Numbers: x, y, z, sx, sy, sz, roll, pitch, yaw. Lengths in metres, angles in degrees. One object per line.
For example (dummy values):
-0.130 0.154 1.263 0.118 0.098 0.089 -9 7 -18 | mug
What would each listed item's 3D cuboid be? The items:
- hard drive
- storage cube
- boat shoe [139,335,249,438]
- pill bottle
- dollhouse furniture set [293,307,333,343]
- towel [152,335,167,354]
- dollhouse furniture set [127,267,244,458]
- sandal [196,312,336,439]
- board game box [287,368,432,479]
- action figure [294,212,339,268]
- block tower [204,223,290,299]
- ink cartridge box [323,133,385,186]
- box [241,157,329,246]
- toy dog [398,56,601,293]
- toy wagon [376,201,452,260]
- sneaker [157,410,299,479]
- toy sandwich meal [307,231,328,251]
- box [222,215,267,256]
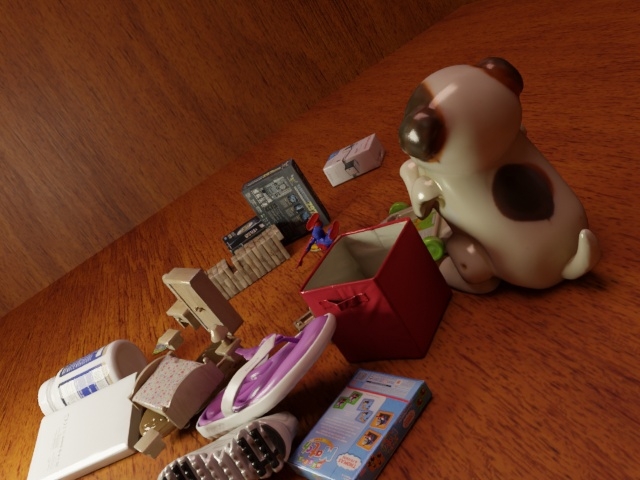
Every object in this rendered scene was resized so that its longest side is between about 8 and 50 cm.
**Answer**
-0.557 0.460 1.455 0.307 0.040 0.203 -26 41 15 | hard drive
0.110 0.101 1.171 0.183 0.193 0.215 -14 29 39 | storage cube
-0.272 0.339 1.356 0.285 0.089 0.104 -43 38 -17 | boat shoe
-0.602 0.379 1.615 0.264 0.153 0.153 -26 22 15 | pill bottle
-0.002 0.137 1.342 0.144 0.123 0.151 -36 21 -9 | dollhouse furniture set
-0.460 0.300 1.789 0.060 0.009 0.083 -27 22 12 | towel
-0.357 0.239 1.309 0.303 0.174 0.355 -1 41 48 | dollhouse furniture set
-0.131 0.255 1.146 0.416 0.102 0.169 -43 12 31 | sandal
0.063 0.307 0.996 0.160 0.039 0.211 -3 35 52 | board game box
-0.006 0.024 1.592 0.280 0.091 0.139 71 -137 -81 | action figure
-0.245 0.089 1.837 0.335 0.097 0.091 -36 21 -4 | block tower
0.120 -0.284 2.155 0.190 0.082 0.140 -23 23 26 | ink cartridge box
-0.105 -0.112 1.881 0.183 0.233 0.059 -27 28 16 | box
0.284 -0.111 1.089 0.284 0.408 0.395 -32 21 3 | toy dog
0.195 -0.010 1.470 0.344 0.068 0.267 -22 23 28 | toy wagon
-0.158 0.388 1.072 0.292 0.110 0.118 -30 -2 19 | sneaker
0.000 0.000 1.771 0.085 0.029 0.085 -28 22 12 | toy sandwich meal
-0.236 0.002 2.034 0.147 0.077 0.180 -35 21 -7 | box
